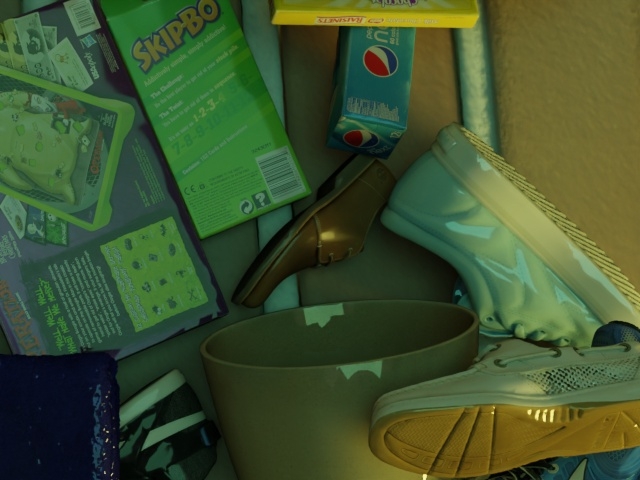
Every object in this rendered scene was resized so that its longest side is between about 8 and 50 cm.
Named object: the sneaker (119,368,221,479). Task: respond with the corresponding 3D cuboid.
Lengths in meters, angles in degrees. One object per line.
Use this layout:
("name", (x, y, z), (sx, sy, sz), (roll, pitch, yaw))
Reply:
("sneaker", (-0.188, 0.228, 1.388), (0.217, 0.079, 0.121), (-35, 90, -14))

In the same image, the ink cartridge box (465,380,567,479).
("ink cartridge box", (0.262, 0.256, 1.457), (0.278, 0.117, 0.201), (15, 80, -9))

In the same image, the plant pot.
("plant pot", (0.033, 0.214, 1.371), (0.256, 0.256, 0.274), (-9, 100, -13))

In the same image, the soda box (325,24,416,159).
("soda box", (0.053, -0.191, 1.470), (0.067, 0.071, 0.210), (11, 65, -9))

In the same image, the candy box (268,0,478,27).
("candy box", (0.047, -0.257, 1.440), (0.205, 0.027, 0.105), (-2, 68, -15))

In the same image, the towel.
("towel", (-0.321, 0.212, 1.319), (0.308, 0.076, 0.228), (-2, 87, 13))

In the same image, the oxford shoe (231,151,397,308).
("oxford shoe", (0.000, 0.000, 1.461), (0.212, 0.076, 0.076), (-44, 98, -15))

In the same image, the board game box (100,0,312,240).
("board game box", (-0.116, -0.141, 1.474), (0.124, 0.039, 0.260), (-23, 90, -14))

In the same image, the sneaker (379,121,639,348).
("sneaker", (0.211, 0.051, 1.489), (0.366, 0.135, 0.150), (44, 106, -8))

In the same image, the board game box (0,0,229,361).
("board game box", (-0.250, -0.047, 1.430), (0.208, 0.056, 0.347), (-22, 87, -18))

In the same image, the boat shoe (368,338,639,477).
("boat shoe", (0.163, 0.131, 1.253), (0.277, 0.098, 0.096), (-2, 48, -19))

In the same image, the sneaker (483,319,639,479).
("sneaker", (0.217, 0.222, 1.325), (0.147, 0.130, 0.330), (22, 77, -11))
